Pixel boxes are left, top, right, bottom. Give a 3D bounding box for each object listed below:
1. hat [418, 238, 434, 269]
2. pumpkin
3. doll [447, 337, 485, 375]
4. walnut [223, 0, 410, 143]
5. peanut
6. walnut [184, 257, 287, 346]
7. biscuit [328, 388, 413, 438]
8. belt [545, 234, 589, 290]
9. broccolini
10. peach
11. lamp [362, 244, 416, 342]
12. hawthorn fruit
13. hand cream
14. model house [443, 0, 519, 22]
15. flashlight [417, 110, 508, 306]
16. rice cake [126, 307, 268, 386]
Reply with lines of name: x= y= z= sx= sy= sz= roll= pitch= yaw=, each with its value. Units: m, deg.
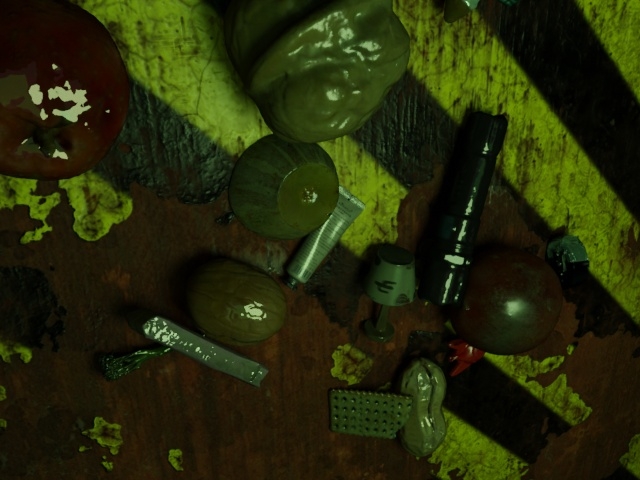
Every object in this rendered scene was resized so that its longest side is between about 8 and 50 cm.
hat: x=0.252 y=0.040 z=1.280 sx=0.058 sy=0.042 sz=0.087 roll=-22 pitch=84 yaw=-17
pumpkin: x=-0.056 y=-0.090 z=1.058 sx=0.217 sy=0.110 sz=0.218 roll=-5 pitch=106 yaw=-17
doll: x=0.395 y=0.271 z=1.413 sx=0.168 sy=0.057 sz=0.109 roll=-18 pitch=119 yaw=-12
walnut: x=-0.005 y=-0.311 z=0.908 sx=0.276 sy=0.253 sz=0.282 roll=-33 pitch=118 yaw=-7
peanut: x=0.249 y=0.418 z=1.383 sx=0.129 sy=0.130 sz=0.291 roll=-12 pitch=113 yaw=-16
walnut: x=-0.162 y=0.121 z=1.081 sx=0.207 sy=0.167 sz=0.168 roll=22 pitch=103 yaw=-15
biscuit: x=0.118 y=0.420 z=1.344 sx=0.203 sy=0.016 sz=0.144 roll=4 pitch=114 yaw=9
belt: x=0.605 y=0.055 z=1.377 sx=0.058 sy=0.105 sz=0.140 roll=-12 pitch=105 yaw=-15
broccolini: x=-0.333 y=0.231 z=1.132 sx=0.216 sy=0.067 sz=0.058 roll=-14 pitch=119 yaw=-25
peach: x=0.414 y=0.141 z=1.268 sx=0.252 sy=0.252 sz=0.253 roll=-8 pitch=114 yaw=-18
lamp: x=0.147 y=0.122 z=1.227 sx=0.121 sy=0.121 sz=0.215 roll=-2 pitch=121 yaw=-20
hawthorn fruit: x=-0.408 y=-0.212 z=0.794 sx=0.275 sy=0.300 sz=0.276 roll=-19 pitch=141 yaw=-16
hand cream: x=0.000 y=0.000 z=1.163 sx=0.080 sy=0.050 sz=0.234 roll=35 pitch=92 yaw=-22
model house: x=0.296 y=-0.534 z=0.997 sx=0.253 sy=0.185 sz=0.291 roll=20 pitch=117 yaw=-33
flashlight: x=0.303 y=-0.066 z=1.190 sx=0.103 sy=0.103 sz=0.425 roll=11 pitch=97 yaw=-24
rice cake: x=-0.232 y=0.212 z=1.093 sx=0.297 sy=0.106 sz=0.050 roll=36 pitch=73 yaw=-33
